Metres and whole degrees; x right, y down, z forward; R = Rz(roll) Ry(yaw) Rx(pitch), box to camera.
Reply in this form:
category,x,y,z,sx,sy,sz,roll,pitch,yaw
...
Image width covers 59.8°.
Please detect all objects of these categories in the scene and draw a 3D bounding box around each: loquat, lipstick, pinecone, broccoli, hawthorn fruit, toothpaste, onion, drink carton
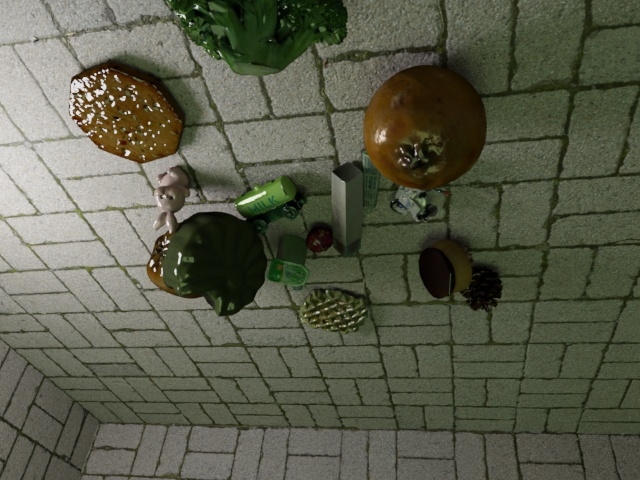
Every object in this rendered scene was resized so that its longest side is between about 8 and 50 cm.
category,x,y,z,sx,sy,sz,roll,pitch,yaw
loquat,0.267,-0.285,1.437,0.327,0.329,0.329,4,140,4
lipstick,0.088,-0.093,1.851,0.079,0.076,0.372,-32,145,-21
pinecone,0.596,0.190,2.063,0.162,0.165,0.163,3,131,3
broccoli,-0.155,-0.524,1.229,0.412,0.321,0.310,3,118,-29
hawthorn fruit,-0.471,0.088,2.046,0.267,0.268,0.300,-25,135,33
toothpaste,0.160,-0.187,1.774,0.069,0.047,0.269,18,141,17
onion,0.000,0.000,1.987,0.107,0.097,0.107,-12,145,-9
drink carton,-0.106,0.069,2.047,0.143,0.143,0.146,15,139,-5

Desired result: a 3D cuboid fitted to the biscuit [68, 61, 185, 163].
category,x,y,z,sx,sy,sz,roll,pitch,yaw
biscuit,-0.577,-0.373,1.665,0.358,0.046,0.359,4,141,3

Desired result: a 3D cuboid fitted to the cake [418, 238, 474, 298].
category,x,y,z,sx,sy,sz,roll,pitch,yaw
cake,0.466,0.096,1.965,0.178,0.208,0.185,-10,144,-22

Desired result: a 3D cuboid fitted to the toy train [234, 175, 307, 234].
category,x,y,z,sx,sy,sz,roll,pitch,yaw
toy train,-0.171,-0.127,1.866,0.253,0.105,0.157,-20,122,31

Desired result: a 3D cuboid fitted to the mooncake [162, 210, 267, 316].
category,x,y,z,sx,sy,sz,roll,pitch,yaw
mooncake,-0.339,0.074,1.861,0.351,0.352,0.187,41,161,-34

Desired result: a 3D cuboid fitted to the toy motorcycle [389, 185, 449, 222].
category,x,y,z,sx,sy,sz,roll,pitch,yaw
toy motorcycle,0.315,-0.145,1.763,0.150,0.102,0.221,22,140,1

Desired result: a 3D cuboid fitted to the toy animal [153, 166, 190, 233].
category,x,y,z,sx,sy,sz,roll,pitch,yaw
toy animal,-0.489,-0.133,1.815,0.124,0.213,0.124,2,147,1

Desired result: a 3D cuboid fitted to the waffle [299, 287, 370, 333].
category,x,y,z,sx,sy,sz,roll,pitch,yaw
waffle,0.058,0.307,2.374,0.291,0.056,0.309,13,139,-6

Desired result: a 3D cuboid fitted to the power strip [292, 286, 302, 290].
category,x,y,z,sx,sy,sz,roll,pitch,yaw
power strip,-0.100,0.176,2.271,0.040,0.016,0.090,-1,140,11
